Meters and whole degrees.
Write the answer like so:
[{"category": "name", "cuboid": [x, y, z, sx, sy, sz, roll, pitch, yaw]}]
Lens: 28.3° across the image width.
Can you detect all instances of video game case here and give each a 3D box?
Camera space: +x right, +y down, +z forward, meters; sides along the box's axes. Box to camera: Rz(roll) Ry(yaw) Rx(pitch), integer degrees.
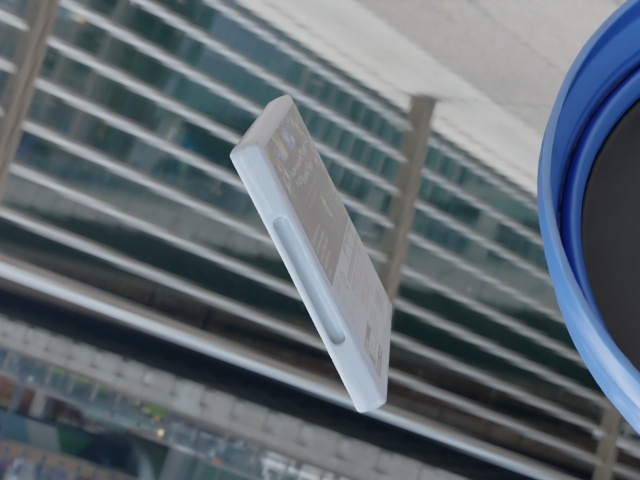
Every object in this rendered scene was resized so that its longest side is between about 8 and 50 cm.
[{"category": "video game case", "cuboid": [0.000, 0.000, 0.814, 0.022, 0.173, 0.190, -24, -168, 10]}]

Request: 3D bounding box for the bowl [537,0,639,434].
[{"category": "bowl", "cuboid": [0.317, -0.006, 0.727, 0.391, 0.391, 0.077, 18, 151, 11]}]
